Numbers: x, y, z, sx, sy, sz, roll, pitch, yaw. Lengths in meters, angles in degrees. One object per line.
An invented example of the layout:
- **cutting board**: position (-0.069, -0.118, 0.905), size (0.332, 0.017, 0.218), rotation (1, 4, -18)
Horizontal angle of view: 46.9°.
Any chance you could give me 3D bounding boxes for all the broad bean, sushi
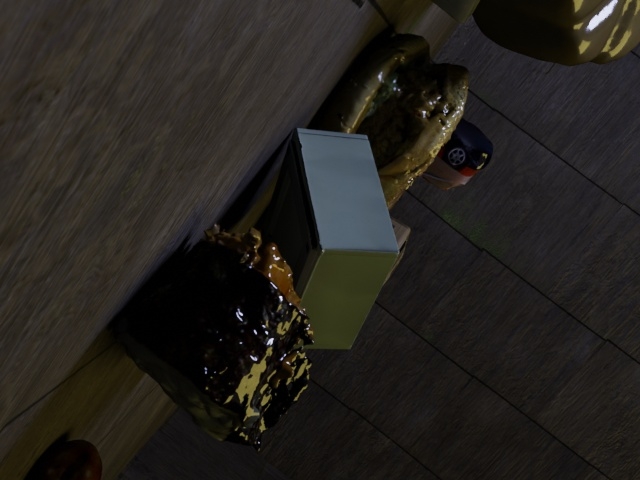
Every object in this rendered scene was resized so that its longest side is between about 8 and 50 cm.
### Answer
- **broad bean**: position (-0.361, 0.339, 1.045), size (0.114, 0.084, 0.165), rotation (-30, 170, -40)
- **sushi**: position (-0.118, 0.131, 0.938), size (0.207, 0.234, 0.348), rotation (-52, -176, -19)

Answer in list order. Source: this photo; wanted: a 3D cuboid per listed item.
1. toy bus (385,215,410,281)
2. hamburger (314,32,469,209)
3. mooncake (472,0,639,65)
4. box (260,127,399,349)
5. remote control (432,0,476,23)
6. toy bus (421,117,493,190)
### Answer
- **toy bus**: position (0.056, -0.028, 1.722), size (0.139, 0.289, 0.157), rotation (-50, 166, -32)
- **hamburger**: position (0.111, -0.188, 1.231), size (0.318, 0.195, 0.277), rotation (-55, 176, 7)
- **mooncake**: position (0.397, -0.436, 1.059), size (0.378, 0.201, 0.379), rotation (-26, 140, -25)
- **box**: position (0.000, 0.000, 1.050), size (0.225, 0.117, 0.225), rotation (111, -24, -45)
- **remote control**: position (0.179, -0.362, 0.991), size (0.034, 0.103, 0.250), rotation (-50, 178, 2)
- **toy bus**: position (0.225, -0.240, 1.623), size (0.147, 0.302, 0.127), rotation (-49, -175, 41)
